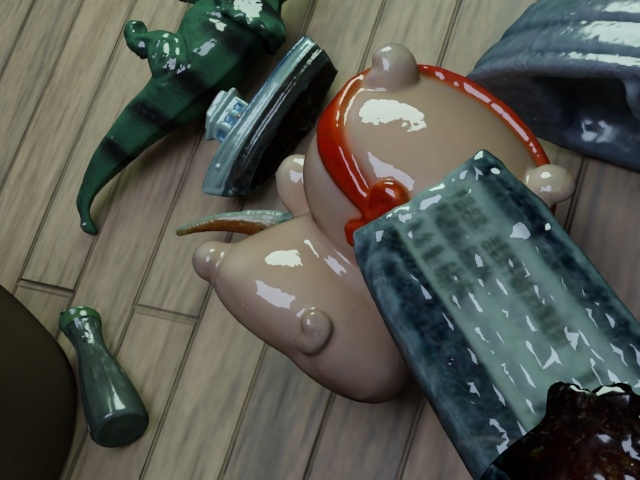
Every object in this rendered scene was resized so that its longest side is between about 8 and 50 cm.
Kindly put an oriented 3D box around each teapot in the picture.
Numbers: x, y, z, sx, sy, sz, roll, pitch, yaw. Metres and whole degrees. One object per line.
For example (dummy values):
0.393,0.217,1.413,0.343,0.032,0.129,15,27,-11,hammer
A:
-0.161,0.095,0.771,0.043,0.043,0.110,-36,53,8,teapot

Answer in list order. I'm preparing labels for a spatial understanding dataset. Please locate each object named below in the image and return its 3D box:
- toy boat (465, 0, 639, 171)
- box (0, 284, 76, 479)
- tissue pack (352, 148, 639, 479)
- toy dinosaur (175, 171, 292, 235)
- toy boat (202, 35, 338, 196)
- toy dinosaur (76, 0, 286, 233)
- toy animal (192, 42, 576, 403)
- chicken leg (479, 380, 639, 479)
0.211,-0.083,0.607,0.283,0.127,0.078,18,76,38,toy boat
-0.331,0.127,0.740,0.301,0.216,0.300,-12,61,22,box
0.147,0.134,0.475,0.103,0.228,0.315,-35,56,5,tissue pack
-0.002,0.000,0.733,0.187,0.044,0.106,-24,75,4,toy dinosaur
-0.047,-0.093,0.786,0.066,0.059,0.140,31,85,22,toy boat
-0.112,-0.143,0.837,0.292,0.079,0.120,-39,53,10,toy dinosaur
0.041,-0.008,0.631,0.197,0.171,0.171,-48,54,12,toy animal
0.083,0.171,0.332,0.106,0.051,0.253,-11,73,31,chicken leg
